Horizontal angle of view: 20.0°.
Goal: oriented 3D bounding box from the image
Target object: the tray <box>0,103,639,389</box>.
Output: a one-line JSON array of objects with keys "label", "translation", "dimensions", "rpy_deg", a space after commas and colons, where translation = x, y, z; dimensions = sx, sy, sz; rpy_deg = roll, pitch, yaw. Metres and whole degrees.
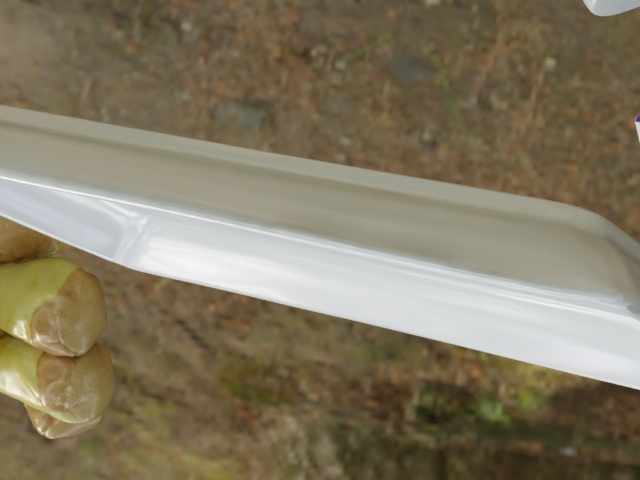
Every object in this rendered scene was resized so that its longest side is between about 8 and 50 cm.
[{"label": "tray", "translation": [0.000, 0.000, 0.549], "dimensions": [0.270, 0.030, 0.145], "rpy_deg": [12, 170, 34]}]

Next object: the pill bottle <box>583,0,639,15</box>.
[{"label": "pill bottle", "translation": [0.183, -0.312, 1.293], "dimensions": [0.162, 0.278, 0.162], "rpy_deg": [-27, 168, -6]}]

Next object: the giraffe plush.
[{"label": "giraffe plush", "translation": [-0.246, 0.048, 1.143], "dimensions": [0.170, 0.210, 0.181], "rpy_deg": [-20, 136, -22]}]

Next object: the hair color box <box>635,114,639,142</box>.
[{"label": "hair color box", "translation": [0.461, -0.030, 1.672], "dimensions": [0.339, 0.110, 0.185], "rpy_deg": [18, 135, 50]}]
